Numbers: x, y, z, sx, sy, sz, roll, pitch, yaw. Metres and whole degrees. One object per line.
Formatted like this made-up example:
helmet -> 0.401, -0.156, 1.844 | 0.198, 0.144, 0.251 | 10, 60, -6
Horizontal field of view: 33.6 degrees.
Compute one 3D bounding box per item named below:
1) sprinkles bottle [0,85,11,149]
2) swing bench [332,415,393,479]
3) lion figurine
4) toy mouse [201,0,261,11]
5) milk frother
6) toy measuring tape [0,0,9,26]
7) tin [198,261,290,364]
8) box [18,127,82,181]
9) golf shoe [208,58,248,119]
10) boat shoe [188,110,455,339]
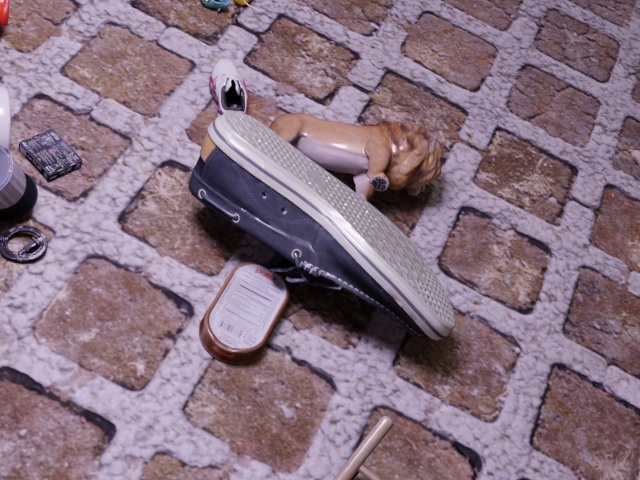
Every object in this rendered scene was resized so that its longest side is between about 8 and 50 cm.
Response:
sprinkles bottle -> -0.659, -0.183, 1.613 | 0.356, 0.121, 0.121 | 0, 52, -21
swing bench -> 0.095, 0.419, 1.390 | 0.253, 0.165, 0.254 | 37, 54, 10
lion figurine -> 0.022, -0.159, 1.860 | 0.392, 0.142, 0.240 | 18, 40, -1
toy mouse -> -0.211, -0.501, 2.120 | 0.143, 0.031, 0.161 | -5, 54, -26
milk frother -> -0.466, -0.053, 1.570 | 0.143, 0.135, 0.129 | 31, 78, 9
toy measuring tape -> -0.592, -0.347, 1.814 | 0.121, 0.121, 0.330 | 3, 74, -20
tin -> -0.115, 0.109, 1.646 | 0.106, 0.040, 0.189 | 30, 47, -2
box -> -0.441, -0.140, 1.733 | 0.083, 0.018, 0.067 | 44, 49, 16
golf shoe -> -0.158, -0.269, 1.912 | 0.068, 0.086, 0.186 | 3, 50, -18
boat shoe -> 0.000, 0.000, 1.689 | 0.500, 0.156, 0.187 | 38, 21, 0
